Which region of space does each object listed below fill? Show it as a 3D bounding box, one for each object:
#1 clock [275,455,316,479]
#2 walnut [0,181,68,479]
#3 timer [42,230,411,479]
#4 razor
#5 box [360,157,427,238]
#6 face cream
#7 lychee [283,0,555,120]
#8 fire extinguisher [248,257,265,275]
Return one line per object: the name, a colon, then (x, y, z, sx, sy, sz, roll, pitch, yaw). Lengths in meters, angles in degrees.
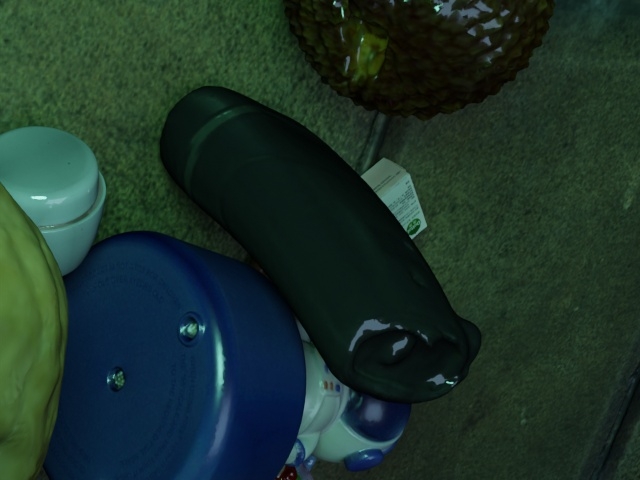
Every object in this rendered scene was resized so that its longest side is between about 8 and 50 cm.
clock: (-0.082, 0.245, 2.006, 0.195, 0.100, 0.194, -56, 145, 7)
walnut: (-0.373, 0.086, 1.410, 0.383, 0.383, 0.384, -26, 134, -30)
timer: (-0.057, 0.140, 1.808, 0.383, 0.270, 0.270, 8, 112, -47)
razor: (0.001, -0.002, 1.713, 0.113, 0.349, 0.204, -51, 145, 15)
box: (0.047, -0.015, 1.979, 0.125, 0.043, 0.089, -39, 139, -17)
face cream: (-0.244, -0.032, 1.619, 0.117, 0.117, 0.104, -23, 140, -32)
lychee: (0.096, -0.245, 1.706, 0.267, 0.267, 0.267, -26, 134, -30)
fire extinguisher: (-0.061, 0.017, 1.915, 0.028, 0.022, 0.083, 22, 103, -19)
